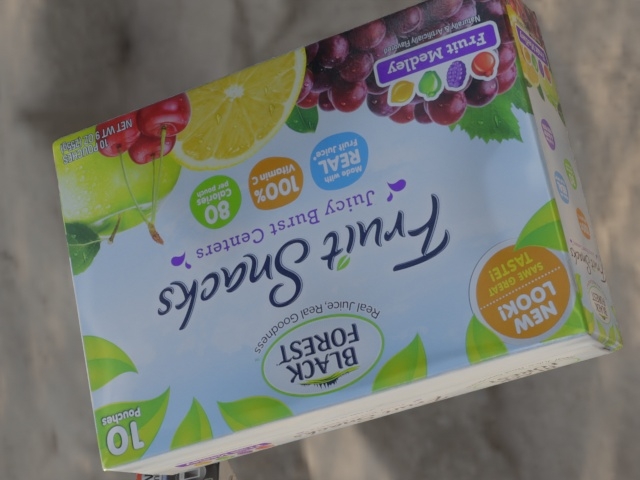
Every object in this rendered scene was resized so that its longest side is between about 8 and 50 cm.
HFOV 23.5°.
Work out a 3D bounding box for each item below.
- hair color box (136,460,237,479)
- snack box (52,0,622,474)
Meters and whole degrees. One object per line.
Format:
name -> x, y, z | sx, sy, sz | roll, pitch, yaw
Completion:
hair color box -> -0.049, 0.206, 0.845 | 0.093, 0.053, 0.167 | -95, -13, -54
snack box -> 0.000, 0.000, 0.423 | 0.141, 0.037, 0.100 | -19, 73, 21
